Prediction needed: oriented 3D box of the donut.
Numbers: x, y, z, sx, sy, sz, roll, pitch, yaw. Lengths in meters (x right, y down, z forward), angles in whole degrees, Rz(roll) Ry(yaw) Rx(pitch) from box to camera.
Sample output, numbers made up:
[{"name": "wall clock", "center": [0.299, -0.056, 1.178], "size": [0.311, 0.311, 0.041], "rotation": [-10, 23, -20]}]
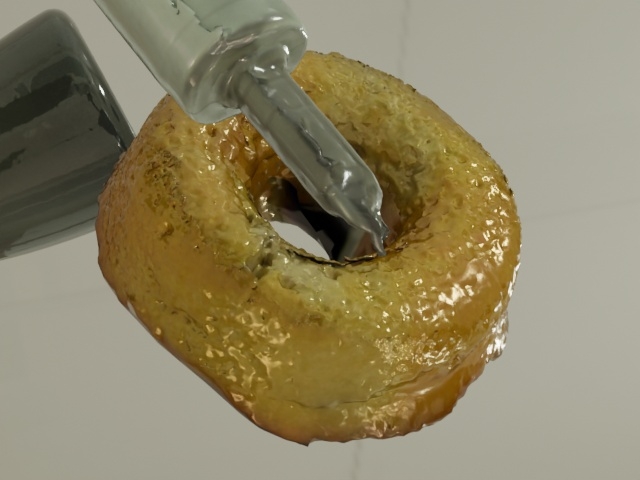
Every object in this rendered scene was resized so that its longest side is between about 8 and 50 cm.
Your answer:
[{"name": "donut", "center": [-0.001, -0.002, 1.010], "size": [0.118, 0.253, 0.253], "rotation": [121, -37, -48]}]

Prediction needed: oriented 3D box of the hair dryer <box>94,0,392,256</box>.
[{"name": "hair dryer", "center": [-0.082, -0.134, 0.586], "size": [0.357, 0.107, 0.173], "rotation": [50, -8, 19]}]

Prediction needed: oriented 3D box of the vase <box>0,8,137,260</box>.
[{"name": "vase", "center": [-0.298, -0.034, 1.358], "size": [0.173, 0.321, 0.173], "rotation": [61, -5, 8]}]
